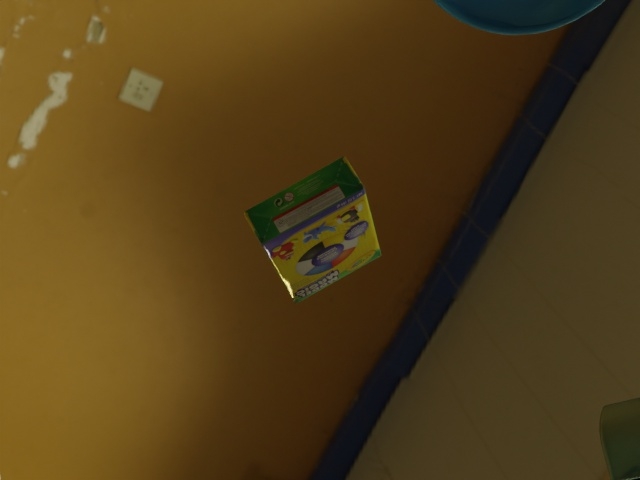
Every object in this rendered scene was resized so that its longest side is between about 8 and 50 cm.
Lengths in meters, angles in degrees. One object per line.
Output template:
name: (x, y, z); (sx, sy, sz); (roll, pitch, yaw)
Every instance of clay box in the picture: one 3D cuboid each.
clay box: (0.000, 0.000, 1.001); (0.053, 0.127, 0.222); (59, -3, 26)

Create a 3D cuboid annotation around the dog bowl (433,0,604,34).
dog bowl: (0.188, -0.259, 0.548); (0.297, 0.166, 0.074); (-38, 176, 20)

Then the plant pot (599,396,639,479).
plant pot: (0.520, 0.346, 1.309); (0.165, 0.166, 0.234); (-16, -160, 11)
